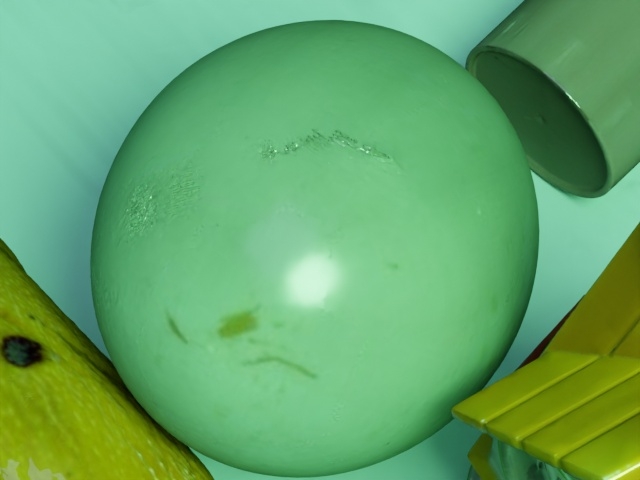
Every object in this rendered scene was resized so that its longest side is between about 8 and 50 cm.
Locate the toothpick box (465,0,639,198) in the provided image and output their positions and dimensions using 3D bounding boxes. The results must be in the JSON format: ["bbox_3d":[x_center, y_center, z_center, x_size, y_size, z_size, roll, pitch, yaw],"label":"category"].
[{"bbox_3d":[0.178,-0.121,0.895,0.180,0.111,0.111,-43,68,-16],"label":"toothpick box"}]

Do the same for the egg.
[{"bbox_3d":[0.000,0.000,0.767,0.202,0.282,0.203,4,105,14],"label":"egg"}]

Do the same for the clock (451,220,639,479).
[{"bbox_3d":[0.165,0.112,0.667,0.166,0.309,0.235,-26,64,-11],"label":"clock"}]

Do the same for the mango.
[{"bbox_3d":[-0.149,0.093,0.776,0.120,0.177,0.295,-44,55,-4],"label":"mango"}]
